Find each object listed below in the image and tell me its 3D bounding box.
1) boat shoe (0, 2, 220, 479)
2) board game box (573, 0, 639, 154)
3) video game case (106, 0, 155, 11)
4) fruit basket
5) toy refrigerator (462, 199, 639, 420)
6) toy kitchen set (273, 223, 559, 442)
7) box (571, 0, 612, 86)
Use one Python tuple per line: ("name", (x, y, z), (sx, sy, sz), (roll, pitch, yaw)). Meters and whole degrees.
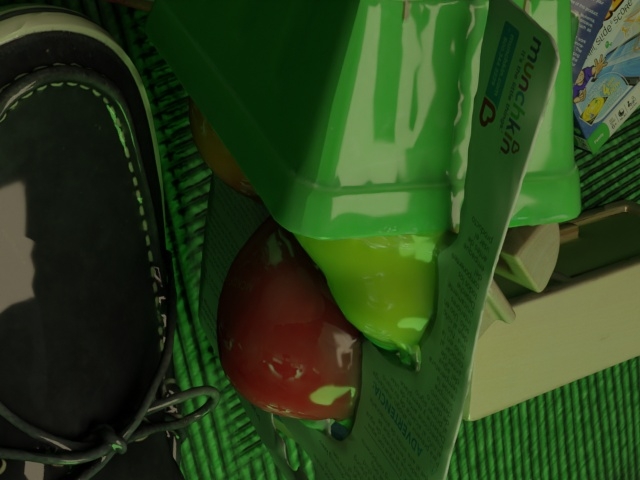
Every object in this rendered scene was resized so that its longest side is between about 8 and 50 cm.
("boat shoe", (-0.153, 0.115, 0.866), (0.187, 0.156, 0.500), (-8, 113, -36))
("board game box", (0.241, -0.183, 1.149), (0.201, 0.035, 0.136), (-47, 132, -14))
("video game case", (-0.016, -0.221, 0.893), (0.285, 0.025, 0.204), (9, 103, -35))
("fruit basket", (0.014, -0.012, 0.790), (0.165, 0.327, 0.353), (-10, 125, -20))
("toy refrigerator", (0.182, 0.044, 1.157), (0.269, 0.102, 0.094), (-16, 119, -35))
("toy kitchen set", (0.023, 0.012, 0.920), (0.207, 0.122, 0.166), (-48, 130, -13))
("box", (0.114, -0.125, 1.039), (0.136, 0.036, 0.225), (22, 96, -25))
